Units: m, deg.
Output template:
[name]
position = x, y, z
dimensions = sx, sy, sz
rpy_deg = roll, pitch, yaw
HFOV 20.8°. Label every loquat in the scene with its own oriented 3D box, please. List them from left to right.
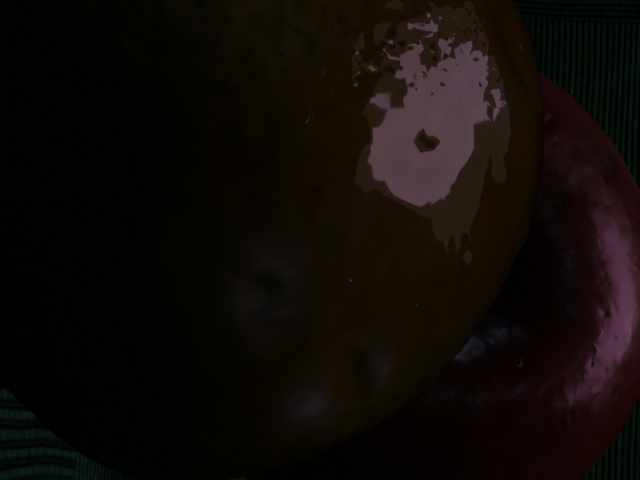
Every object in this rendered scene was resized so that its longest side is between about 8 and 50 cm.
[loquat]
position = -0.051, -0.040, 0.731
dimensions = 0.276, 0.276, 0.284
rpy_deg = -80, -165, -50

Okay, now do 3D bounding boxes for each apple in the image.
[apple]
position = 0.054, 0.032, 1.248
dimensions = 0.364, 0.364, 0.364
rpy_deg = 2, 90, -84
